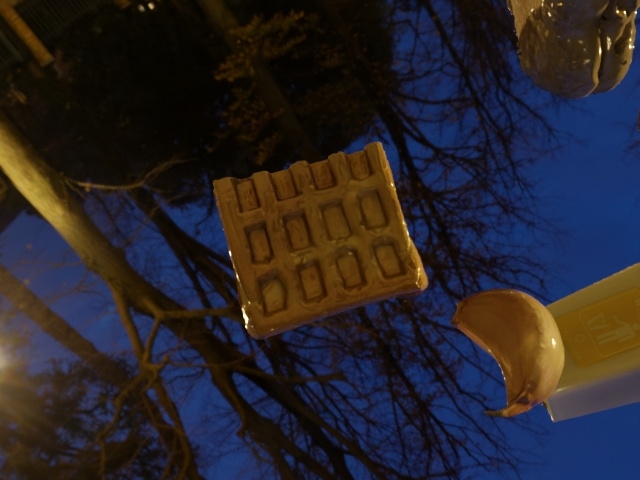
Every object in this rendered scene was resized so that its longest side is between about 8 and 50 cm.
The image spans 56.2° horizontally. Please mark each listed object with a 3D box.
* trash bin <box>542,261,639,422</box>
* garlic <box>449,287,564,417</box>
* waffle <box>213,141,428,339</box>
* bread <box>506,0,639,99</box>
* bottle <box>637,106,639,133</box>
[{"bbox_3d":[0.599,0.213,1.201,0.368,0.296,0.256,-24,-129,11],"label":"trash bin"},{"bbox_3d":[0.267,0.135,0.796,0.206,0.128,0.115,-100,-150,-62],"label":"garlic"},{"bbox_3d":[0.000,0.000,1.094,0.348,0.304,0.077,-16,174,-3],"label":"waffle"},{"bbox_3d":[0.252,-0.314,0.600,0.102,0.337,0.183,-14,-172,3],"label":"bread"},{"bbox_3d":[0.353,-0.186,0.518,0.110,0.233,0.110,-9,-133,9],"label":"bottle"}]
